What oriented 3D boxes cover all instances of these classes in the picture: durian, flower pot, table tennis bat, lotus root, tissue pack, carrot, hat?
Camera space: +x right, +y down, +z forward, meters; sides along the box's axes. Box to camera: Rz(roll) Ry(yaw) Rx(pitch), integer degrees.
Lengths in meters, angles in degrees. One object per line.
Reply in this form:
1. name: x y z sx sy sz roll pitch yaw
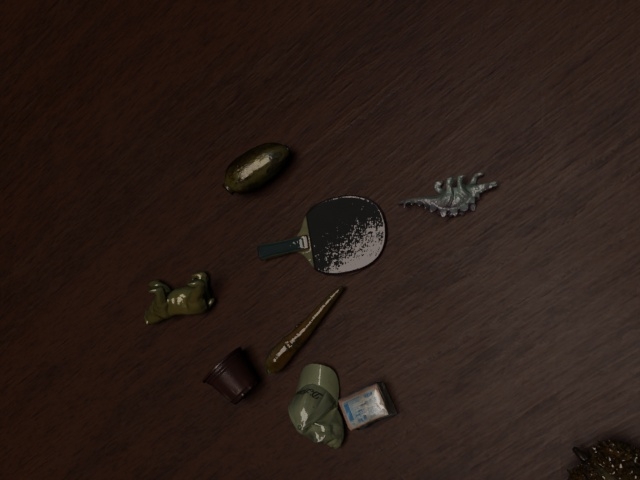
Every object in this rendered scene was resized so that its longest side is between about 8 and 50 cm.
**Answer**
1. durian: 0.491 0.428 1.114 0.196 0.167 0.196 -8 57 12
2. flower pot: -0.188 0.303 1.453 0.111 0.111 0.089 -46 81 13
3. table tennis bat: 0.000 0.000 1.442 0.302 0.022 0.173 -13 79 21
4. lotus root: -0.147 -0.164 1.491 0.179 0.089 0.080 -33 115 13
5. tissue pack: 0.094 0.336 1.340 0.095 0.059 0.074 -28 71 18
6. carrot: -0.035 0.191 1.425 0.254 0.049 0.049 -48 68 9
7. hat: -0.007 0.341 1.381 0.123 0.081 0.165 3 75 22

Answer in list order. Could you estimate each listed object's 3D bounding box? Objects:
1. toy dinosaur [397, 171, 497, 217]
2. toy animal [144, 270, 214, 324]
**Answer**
1. toy dinosaur: 0.250 -0.085 1.331 0.209 0.039 0.082 -9 82 24
2. toy animal: -0.340 0.141 1.551 0.219 0.103 0.100 -11 103 18
